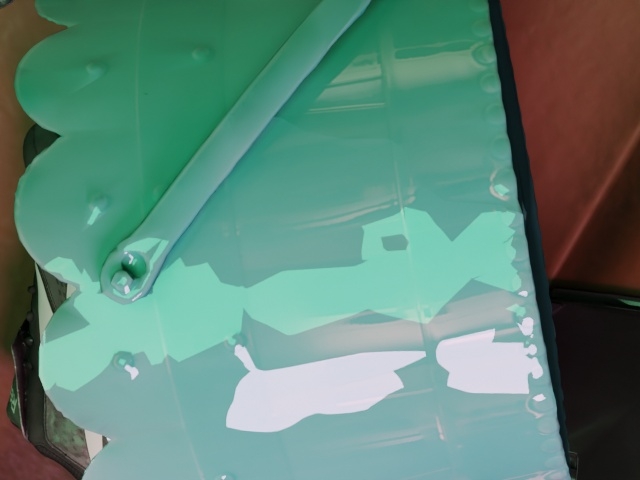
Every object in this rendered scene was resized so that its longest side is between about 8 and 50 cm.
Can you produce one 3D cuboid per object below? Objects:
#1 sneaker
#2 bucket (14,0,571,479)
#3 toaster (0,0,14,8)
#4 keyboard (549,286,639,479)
[{"bbox_3d":[-0.122,0.054,0.901,0.106,0.078,0.234,-15,105,16],"label":"sneaker"},{"bbox_3d":[0.000,0.000,0.753,0.183,0.281,0.281,-9,104,8],"label":"bucket"},{"bbox_3d":[-0.142,-0.221,0.780,0.146,0.129,0.227,-19,96,-5],"label":"toaster"},{"bbox_3d":[0.239,0.141,0.828,0.317,0.033,0.201,9,81,13],"label":"keyboard"}]
